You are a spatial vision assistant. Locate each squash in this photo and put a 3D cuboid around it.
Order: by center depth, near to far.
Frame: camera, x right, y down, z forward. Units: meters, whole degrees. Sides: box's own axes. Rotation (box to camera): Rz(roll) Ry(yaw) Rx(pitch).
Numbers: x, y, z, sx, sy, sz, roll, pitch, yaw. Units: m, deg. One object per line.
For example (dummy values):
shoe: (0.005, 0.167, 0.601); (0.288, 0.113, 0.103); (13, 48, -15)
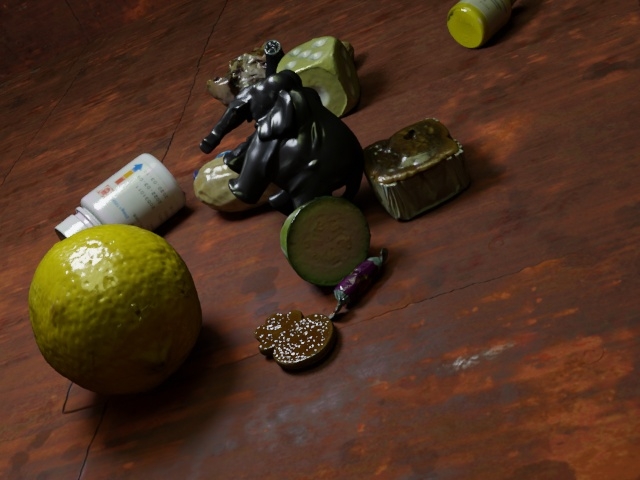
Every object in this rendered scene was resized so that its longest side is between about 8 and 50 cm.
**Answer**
squash: (0.000, 0.000, 1.589); (0.170, 0.170, 0.123); (-38, 14, -15)

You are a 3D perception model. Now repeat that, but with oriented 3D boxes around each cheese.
cheese: (-0.262, -0.194, 2.177); (0.145, 0.038, 0.095); (-24, 32, 7)

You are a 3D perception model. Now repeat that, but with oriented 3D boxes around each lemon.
lemon: (-0.376, 0.123, 1.552); (0.336, 0.336, 0.336); (-20, 32, 14)

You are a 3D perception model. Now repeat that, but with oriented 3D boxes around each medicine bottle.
medicine bottle: (-0.485, -0.067, 2.045); (0.293, 0.170, 0.170); (-40, 33, -19)
medicine bottle: (0.425, -0.588, 2.121); (0.212, 0.121, 0.122); (-44, 34, -23)

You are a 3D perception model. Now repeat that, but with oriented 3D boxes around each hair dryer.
hair dryer: (-0.136, -0.376, 2.246); (0.091, 0.235, 0.271); (13, 72, 12)

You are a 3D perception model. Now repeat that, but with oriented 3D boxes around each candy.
candy: (0.067, 0.074, 1.529); (0.043, 0.045, 0.175); (36, 62, 19)

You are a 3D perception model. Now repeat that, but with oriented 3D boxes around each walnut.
walnut: (-0.209, -0.470, 2.445); (0.238, 0.141, 0.204); (-34, 21, -5)

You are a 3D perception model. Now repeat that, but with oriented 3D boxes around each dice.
dice: (-0.004, -0.408, 2.160); (0.169, 0.166, 0.169); (-15, 34, 20)

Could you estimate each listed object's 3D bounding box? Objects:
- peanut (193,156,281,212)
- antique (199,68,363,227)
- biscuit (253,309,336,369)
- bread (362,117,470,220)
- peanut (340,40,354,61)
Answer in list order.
peanut: (-0.152, -0.147, 1.923); (0.313, 0.152, 0.152); (-12, 35, 28)
antique: (-0.061, -0.183, 1.722); (0.255, 0.322, 0.185); (-52, -4, 23)
biscuit: (-0.044, 0.172, 1.487); (0.124, 0.026, 0.175); (-43, 34, -25)
bread: (0.186, -0.153, 1.696); (0.192, 0.109, 0.210); (-25, 31, 4)
peanut: (0.028, -0.475, 2.317); (0.193, 0.089, 0.089); (-47, 35, -19)
